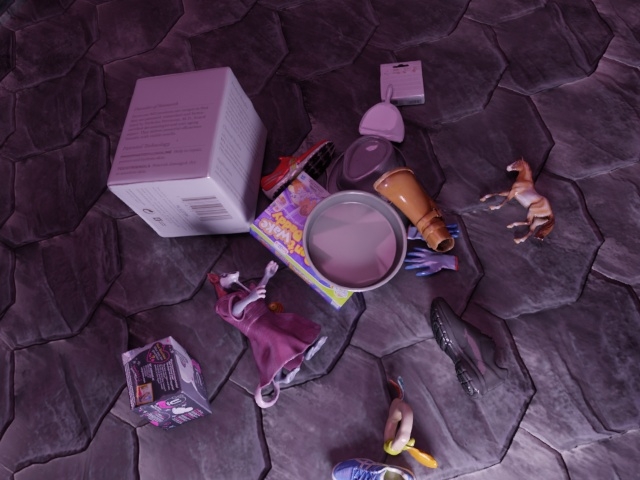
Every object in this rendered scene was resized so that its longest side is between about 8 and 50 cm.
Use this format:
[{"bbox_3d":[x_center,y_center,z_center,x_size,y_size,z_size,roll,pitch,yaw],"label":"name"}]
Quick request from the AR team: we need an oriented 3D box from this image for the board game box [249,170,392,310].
[{"bbox_3d":[0.000,0.000,1.830,0.347,0.078,0.233,41,75,6],"label":"board game box"}]

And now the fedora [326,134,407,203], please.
[{"bbox_3d":[0.141,-0.222,1.955,0.244,0.124,0.275,36,74,25],"label":"fedora"}]

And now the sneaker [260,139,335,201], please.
[{"bbox_3d":[-0.077,-0.243,2.019,0.279,0.107,0.118,-39,58,-12],"label":"sneaker"}]

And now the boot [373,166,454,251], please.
[{"bbox_3d":[0.267,-0.076,1.759,0.109,0.283,0.220,-34,65,16],"label":"boot"}]

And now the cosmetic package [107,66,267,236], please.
[{"bbox_3d":[-0.385,-0.259,1.934,0.327,0.329,0.393,-3,61,17],"label":"cosmetic package"}]

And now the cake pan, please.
[{"bbox_3d":[0.093,0.003,1.769,0.293,0.054,0.293,1,75,-5],"label":"cake pan"}]

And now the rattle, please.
[{"bbox_3d":[0.238,0.457,1.615,0.143,0.130,0.199,10,38,3],"label":"rattle"}]

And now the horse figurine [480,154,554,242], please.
[{"bbox_3d":[0.597,-0.105,1.848,0.174,0.066,0.263,-32,59,-1],"label":"horse figurine"}]

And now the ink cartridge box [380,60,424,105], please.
[{"bbox_3d":[0.276,-0.533,2.150,0.145,0.045,0.179,-4,52,9],"label":"ink cartridge box"}]

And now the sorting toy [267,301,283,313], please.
[{"bbox_3d":[-0.158,0.209,1.828,0.102,0.042,0.061,-37,63,-10],"label":"sorting toy"}]

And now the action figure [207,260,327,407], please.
[{"bbox_3d":[-0.178,0.221,1.736,0.370,0.248,0.275,36,105,12],"label":"action figure"}]

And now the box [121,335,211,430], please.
[{"bbox_3d":[-0.399,0.378,1.664,0.142,0.247,0.163,-19,61,-2],"label":"box"}]

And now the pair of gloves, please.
[{"bbox_3d":[0.328,0.016,1.854,0.159,0.023,0.198,1,59,12],"label":"pair of gloves"}]

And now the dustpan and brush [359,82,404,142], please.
[{"bbox_3d":[0.213,-0.423,2.056,0.147,0.060,0.211,12,82,1],"label":"dustpan and brush"}]

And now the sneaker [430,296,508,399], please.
[{"bbox_3d":[0.389,0.271,1.676,0.130,0.109,0.286,-23,70,-10],"label":"sneaker"}]

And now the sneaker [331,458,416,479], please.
[{"bbox_3d":[0.130,0.578,1.561,0.211,0.081,0.080,-1,64,11],"label":"sneaker"}]
